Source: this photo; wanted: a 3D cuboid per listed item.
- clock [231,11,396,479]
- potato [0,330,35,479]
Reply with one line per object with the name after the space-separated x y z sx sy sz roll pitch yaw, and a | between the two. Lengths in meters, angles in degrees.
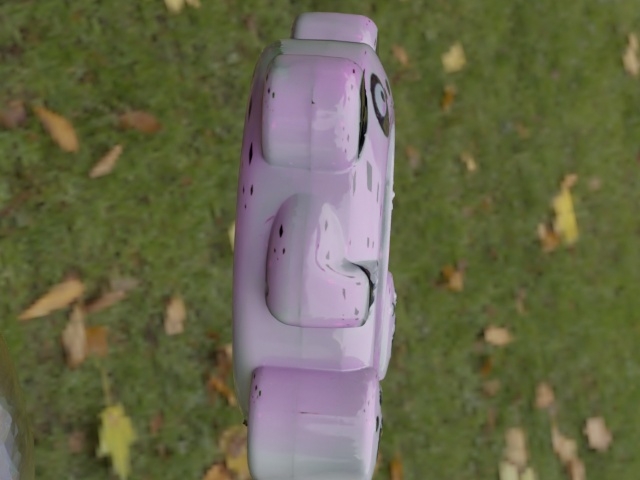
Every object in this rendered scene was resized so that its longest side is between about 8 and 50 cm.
0.000 0.000 0.969 0.227 0.090 0.248 -75 167 -71 | clock
-0.260 0.115 0.951 0.210 0.173 0.307 -45 143 -47 | potato
